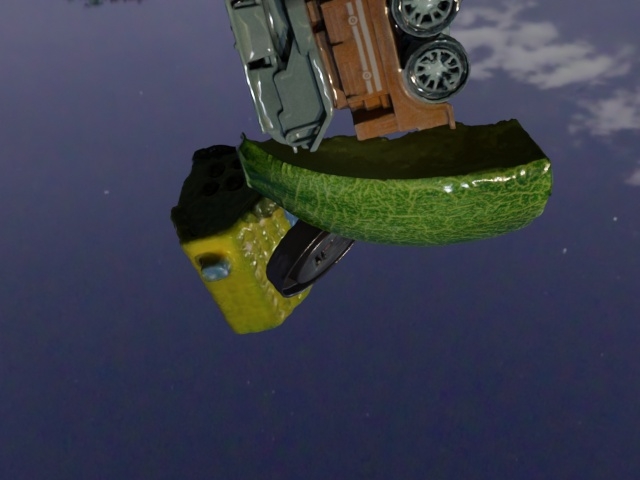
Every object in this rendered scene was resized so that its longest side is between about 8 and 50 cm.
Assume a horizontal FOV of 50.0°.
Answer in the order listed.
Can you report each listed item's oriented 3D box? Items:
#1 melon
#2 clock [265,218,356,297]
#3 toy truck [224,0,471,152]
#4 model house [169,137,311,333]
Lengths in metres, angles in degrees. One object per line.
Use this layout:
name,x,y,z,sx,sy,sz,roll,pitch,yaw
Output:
melon,0.070,-0.057,0.750,0.324,0.196,0.124,-2,-107,1
clock,0.000,0.000,0.940,0.040,0.184,0.184,43,-129,15
toy truck,-0.004,-0.239,0.524,0.185,0.338,0.133,-14,-148,8
model house,-0.133,-0.003,1.192,0.216,0.237,0.303,-8,-140,18
